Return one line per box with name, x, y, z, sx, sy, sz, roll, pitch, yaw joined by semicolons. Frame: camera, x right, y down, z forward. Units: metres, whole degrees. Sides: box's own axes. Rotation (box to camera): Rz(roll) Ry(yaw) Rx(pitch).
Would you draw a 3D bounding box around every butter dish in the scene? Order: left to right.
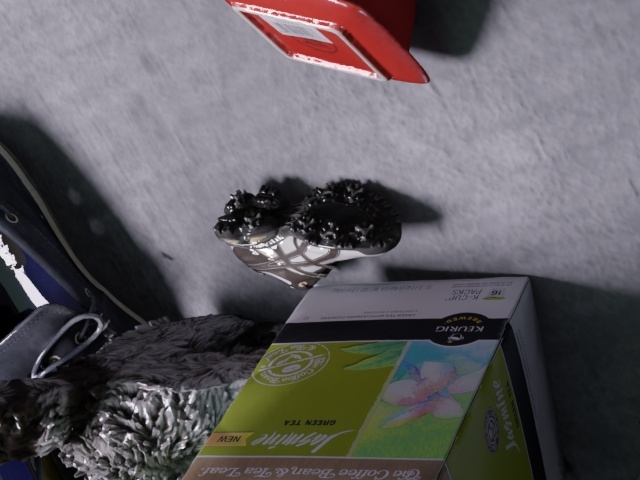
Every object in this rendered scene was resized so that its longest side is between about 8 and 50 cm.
butter dish;0.012;-0.209;1.304;0.160;0.118;0.160;18;171;30

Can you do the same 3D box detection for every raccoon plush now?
raccoon plush;-0.172;0.248;1.585;0.446;0.216;0.299;-6;108;-4

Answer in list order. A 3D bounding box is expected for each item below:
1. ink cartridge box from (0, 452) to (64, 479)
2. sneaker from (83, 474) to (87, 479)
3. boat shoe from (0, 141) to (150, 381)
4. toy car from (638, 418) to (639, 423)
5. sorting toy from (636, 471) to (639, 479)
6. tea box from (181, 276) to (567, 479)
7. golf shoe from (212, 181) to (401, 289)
ink cartridge box;-0.326;0.296;1.816;0.307;0.072;0.303;-134;22;-71
sneaker;-0.210;0.331;1.814;0.102;0.146;0.293;-21;104;45
boat shoe;-0.284;0.107;1.692;0.187;0.156;0.500;-35;93;22
toy car;0.330;0.155;1.350;0.122;0.040;0.060;19;162;10
sorting toy;0.310;0.199;1.402;0.062;0.012;0.083;34;138;23
tea box;0.069;0.251;1.381;0.220;0.323;0.329;-3;116;22
golf shoe;0.000;0.000;1.489;0.198;0.077;0.094;6;139;38
